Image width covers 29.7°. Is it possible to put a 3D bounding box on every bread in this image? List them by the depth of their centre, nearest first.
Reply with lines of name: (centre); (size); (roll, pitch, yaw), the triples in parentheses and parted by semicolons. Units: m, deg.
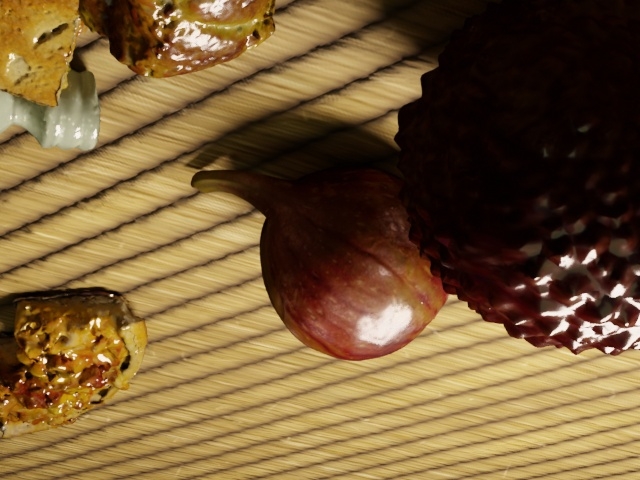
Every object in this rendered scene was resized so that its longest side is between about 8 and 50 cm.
bread: (-0.082, -0.186, 0.732); (0.132, 0.103, 0.172); (-21, 152, -19)

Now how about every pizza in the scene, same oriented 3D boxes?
pizza: (-0.219, -0.154, 0.835); (0.175, 0.046, 0.134); (-8, 133, 10)
pizza: (-0.292, 0.143, 1.316); (0.161, 0.085, 0.305); (24, 142, -30)

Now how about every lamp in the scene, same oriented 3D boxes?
lamp: (-0.263, -0.103, 0.902); (0.193, 0.106, 0.106); (2, 150, -19)

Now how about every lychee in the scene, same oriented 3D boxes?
lychee: (0.188, -0.052, 0.803); (0.264, 0.264, 0.300); (18, 164, -25)

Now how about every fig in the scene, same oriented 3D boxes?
fig: (0.007, 0.001, 1.007); (0.207, 0.175, 0.175); (43, 134, -22)
